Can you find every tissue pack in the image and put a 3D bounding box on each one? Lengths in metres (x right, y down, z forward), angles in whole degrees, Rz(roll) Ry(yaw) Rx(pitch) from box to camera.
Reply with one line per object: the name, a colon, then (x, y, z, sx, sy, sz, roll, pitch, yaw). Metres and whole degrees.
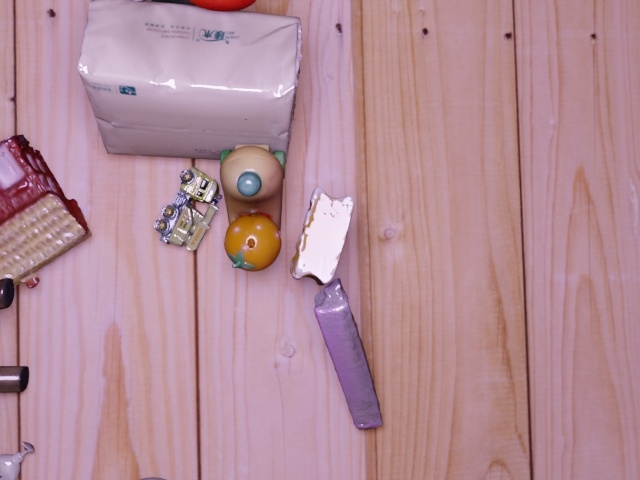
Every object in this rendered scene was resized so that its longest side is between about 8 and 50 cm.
tissue pack: (-0.232, -0.293, 1.183, 0.381, 0.297, 0.207, 3, 69, -5)

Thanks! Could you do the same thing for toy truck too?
toy truck: (-0.268, -0.061, 1.290, 0.100, 0.077, 0.168, 27, 84, -2)

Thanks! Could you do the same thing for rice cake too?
rice cake: (0.060, 0.246, 1.230, 0.070, 0.064, 0.399, -15, 125, 3)

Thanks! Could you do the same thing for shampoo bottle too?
shampoo bottle: (-0.638, 0.463, 1.241, 0.152, 0.045, 0.077, -37, 92, -8)

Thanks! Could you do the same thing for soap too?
soap: (0.000, 0.000, 1.218, 0.089, 0.274, 0.173, 17, 86, 0)

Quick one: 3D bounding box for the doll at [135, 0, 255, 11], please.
doll: (-0.194, -0.431, 1.044, 0.217, 0.183, 0.085, 0, 116, -3)

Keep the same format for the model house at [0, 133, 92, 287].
model house: (-0.584, -0.044, 1.212, 0.196, 0.160, 0.254, -33, 94, -7)

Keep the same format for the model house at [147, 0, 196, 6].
model house: (-0.308, -0.494, 1.253, 0.178, 0.271, 0.206, 7, 123, -8)

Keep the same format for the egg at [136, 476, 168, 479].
egg: (-0.363, 0.557, 1.219, 0.209, 0.151, 0.151, -28, 91, 1)

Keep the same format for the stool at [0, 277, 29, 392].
stool: (-0.679, 0.241, 1.080, 0.226, 0.310, 0.310, 1, 120, -7)

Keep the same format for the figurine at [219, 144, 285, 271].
figurine: (-0.128, -0.042, 1.196, 0.124, 0.324, 0.222, -1, 48, -5)
